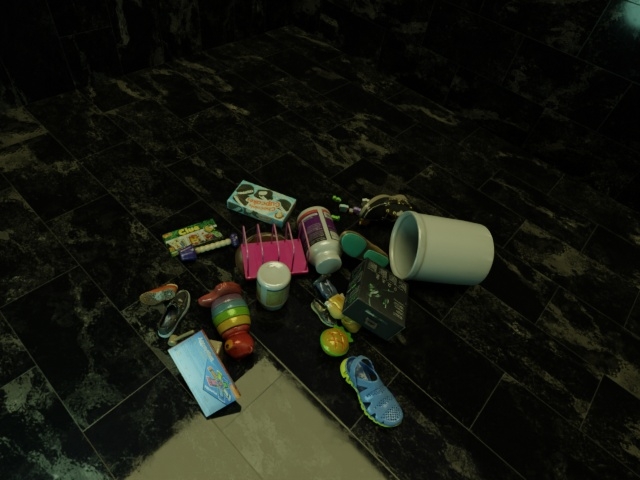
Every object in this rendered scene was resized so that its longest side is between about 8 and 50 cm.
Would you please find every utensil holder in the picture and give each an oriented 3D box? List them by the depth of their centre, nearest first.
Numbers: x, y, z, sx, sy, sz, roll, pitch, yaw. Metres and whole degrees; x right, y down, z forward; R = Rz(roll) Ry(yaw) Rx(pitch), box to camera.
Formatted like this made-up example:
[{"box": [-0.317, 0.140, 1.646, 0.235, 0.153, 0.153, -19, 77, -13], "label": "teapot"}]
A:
[{"box": [0.566, 0.048, 1.966, 0.384, 0.328, 0.328, 8, 48, -13], "label": "utensil holder"}]

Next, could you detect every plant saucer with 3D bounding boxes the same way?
[{"box": [-0.257, 0.069, 2.001, 0.309, 0.050, 0.311, 5, 48, -6], "label": "plant saucer"}]

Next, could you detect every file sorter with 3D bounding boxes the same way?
[{"box": [-0.207, 0.034, 1.885, 0.290, 0.182, 0.202, -5, 51, -14], "label": "file sorter"}]

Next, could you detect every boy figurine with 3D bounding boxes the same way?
[{"box": [0.077, 0.280, 1.817, 0.285, 0.092, 0.177, 53, 22, 19], "label": "boy figurine"}]

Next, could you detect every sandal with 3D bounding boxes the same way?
[{"box": [0.197, 0.569, 1.589, 0.126, 0.138, 0.317, -27, 61, -31], "label": "sandal"}]

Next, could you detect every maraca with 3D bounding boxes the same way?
[{"box": [0.069, 0.416, 1.728, 0.127, 0.099, 0.185, 43, 30, 13], "label": "maraca"}]

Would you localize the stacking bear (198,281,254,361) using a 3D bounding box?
[{"box": [-0.357, 0.340, 1.681, 0.164, 0.175, 0.289, 18, 43, -57], "label": "stacking bear"}]

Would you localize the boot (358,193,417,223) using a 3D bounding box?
[{"box": [0.407, -0.106, 2.182, 0.377, 0.138, 0.284, -10, 52, -43], "label": "boot"}]

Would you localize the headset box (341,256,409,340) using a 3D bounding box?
[{"box": [0.244, 0.257, 1.794, 0.246, 0.131, 0.283, 32, 39, -11], "label": "headset box"}]

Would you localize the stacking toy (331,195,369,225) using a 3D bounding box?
[{"box": [0.165, -0.172, 2.278, 0.220, 0.052, 0.167, 10, 49, -1], "label": "stacking toy"}]

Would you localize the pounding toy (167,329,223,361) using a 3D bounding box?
[{"box": [-0.484, 0.423, 1.565, 0.205, 0.181, 0.094, 11, 49, -1], "label": "pounding toy"}]

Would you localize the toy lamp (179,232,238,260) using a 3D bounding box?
[{"box": [-0.530, 0.034, 1.965, 0.274, 0.080, 0.080, -16, 54, -23], "label": "toy lamp"}]

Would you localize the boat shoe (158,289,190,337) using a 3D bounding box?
[{"box": [-0.614, 0.292, 1.726, 0.080, 0.076, 0.229, 17, 49, 5], "label": "boat shoe"}]

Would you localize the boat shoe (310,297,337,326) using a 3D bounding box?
[{"box": [0.015, 0.318, 1.829, 0.152, 0.049, 0.056, 40, 54, 22], "label": "boat shoe"}]

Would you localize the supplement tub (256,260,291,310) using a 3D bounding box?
[{"box": [-0.206, 0.200, 1.793, 0.144, 0.200, 0.145, 5, 49, -6], "label": "supplement tub"}]

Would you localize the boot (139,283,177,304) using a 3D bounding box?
[{"box": [-0.695, 0.230, 1.785, 0.157, 0.059, 0.085, -12, 18, -1], "label": "boot"}]

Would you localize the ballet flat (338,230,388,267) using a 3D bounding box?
[{"box": [0.195, 0.028, 2.000, 0.342, 0.116, 0.124, 27, 17, -34], "label": "ballet flat"}]

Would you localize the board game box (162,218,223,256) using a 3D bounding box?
[{"box": [-0.625, -0.017, 2.024, 0.259, 0.030, 0.136, -23, 55, -26], "label": "board game box"}]

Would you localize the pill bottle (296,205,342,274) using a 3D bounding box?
[{"box": [0.000, 0.000, 2.015, 0.181, 0.182, 0.323, -6, 51, -15], "label": "pill bottle"}]

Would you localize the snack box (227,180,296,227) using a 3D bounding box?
[{"box": [-0.313, -0.198, 2.211, 0.321, 0.060, 0.187, 20, 50, 8], "label": "snack box"}]

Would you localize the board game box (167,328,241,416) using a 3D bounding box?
[{"box": [-0.421, 0.481, 1.501, 0.144, 0.027, 0.282, -30, 90, 1], "label": "board game box"}]
